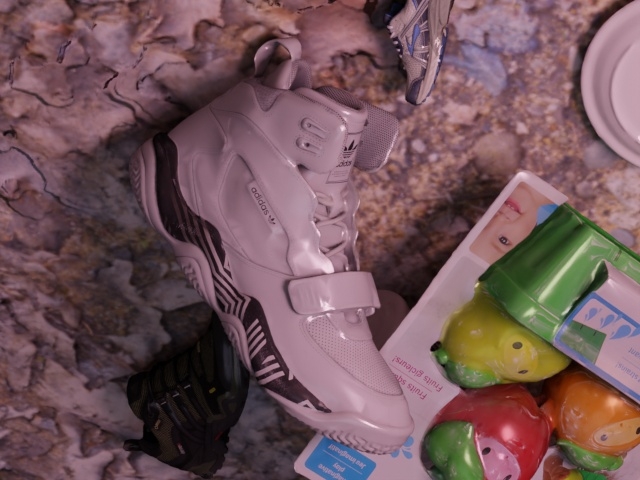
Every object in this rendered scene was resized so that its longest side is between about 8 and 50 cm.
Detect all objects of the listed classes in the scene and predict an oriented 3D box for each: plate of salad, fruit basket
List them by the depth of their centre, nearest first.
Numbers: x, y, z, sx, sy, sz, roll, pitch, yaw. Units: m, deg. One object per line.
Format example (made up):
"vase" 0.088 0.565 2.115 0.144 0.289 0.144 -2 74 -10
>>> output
"plate of salad" 0.331 -0.141 1.661 0.200 0.048 0.200 8 127 10
"fruit basket" 0.202 0.155 1.761 0.327 0.165 0.353 34 92 -24

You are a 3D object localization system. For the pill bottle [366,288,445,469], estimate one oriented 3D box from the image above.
"pill bottle" 0.080 0.149 1.854 0.112 0.112 0.187 -24 122 20

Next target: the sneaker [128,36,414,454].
"sneaker" 0.000 0.000 1.648 0.210 0.137 0.366 -45 73 23

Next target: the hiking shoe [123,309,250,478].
"hiking shoe" -0.136 0.152 1.884 0.114 0.086 0.227 10 128 -9

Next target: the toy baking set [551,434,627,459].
"toy baking set" 0.283 0.267 1.988 0.196 0.030 0.256 8 127 -4

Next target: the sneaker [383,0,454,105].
"sneaker" 0.083 -0.184 1.645 0.058 0.052 0.135 12 120 6
